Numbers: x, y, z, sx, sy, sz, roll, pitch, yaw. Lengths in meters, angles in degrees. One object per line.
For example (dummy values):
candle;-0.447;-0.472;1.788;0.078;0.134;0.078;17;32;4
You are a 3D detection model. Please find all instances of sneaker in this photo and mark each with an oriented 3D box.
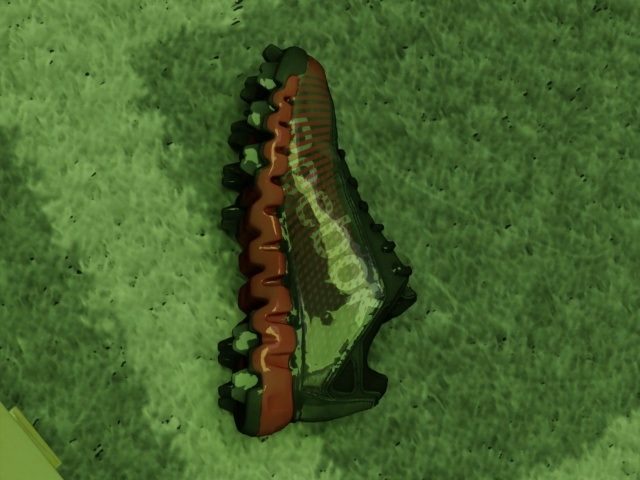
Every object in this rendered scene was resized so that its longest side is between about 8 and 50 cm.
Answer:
sneaker;0.000;0.000;1.294;0.135;0.097;0.276;2;81;-11

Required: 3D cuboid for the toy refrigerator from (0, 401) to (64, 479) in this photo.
toy refrigerator;-0.272;0.093;1.190;0.094;0.102;0.269;-40;100;-18
